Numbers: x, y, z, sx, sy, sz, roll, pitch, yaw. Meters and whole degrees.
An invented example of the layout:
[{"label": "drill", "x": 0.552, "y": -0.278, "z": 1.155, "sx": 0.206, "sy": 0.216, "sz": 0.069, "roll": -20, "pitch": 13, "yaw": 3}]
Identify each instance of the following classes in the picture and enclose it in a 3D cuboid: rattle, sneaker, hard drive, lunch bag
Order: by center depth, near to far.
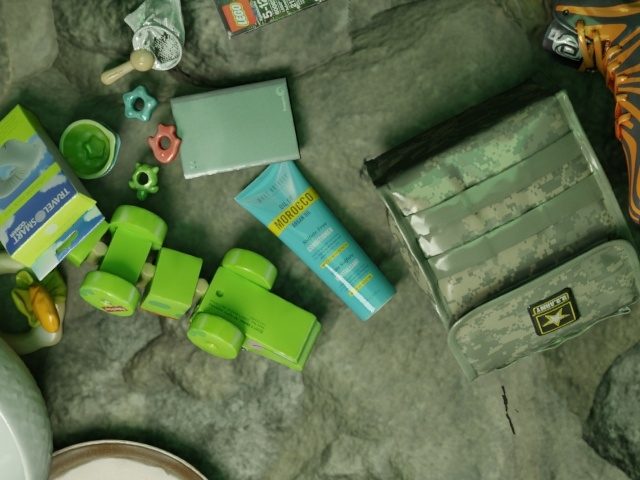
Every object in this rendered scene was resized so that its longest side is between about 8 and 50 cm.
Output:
[{"label": "sneaker", "x": 0.324, "y": -0.166, "z": 1.779, "sx": 0.180, "sy": 0.124, "sz": 0.321, "roll": 11, "pitch": 64, "yaw": 7}, {"label": "lunch bag", "x": 0.213, "y": -0.001, "z": 1.819, "sx": 0.235, "sy": 0.169, "sz": 0.287, "roll": -27, "pitch": 106, "yaw": 2}, {"label": "rattle", "x": -0.392, "y": 0.084, "z": 1.864, "sx": 0.200, "sy": 0.142, "sz": 0.130, "roll": 6, "pitch": 119, "yaw": -6}, {"label": "hard drive", "x": -0.096, "y": -0.127, "z": 1.869, "sx": 0.135, "sy": 0.022, "sz": 0.094, "roll": -10, "pitch": 93, "yaw": 3}]

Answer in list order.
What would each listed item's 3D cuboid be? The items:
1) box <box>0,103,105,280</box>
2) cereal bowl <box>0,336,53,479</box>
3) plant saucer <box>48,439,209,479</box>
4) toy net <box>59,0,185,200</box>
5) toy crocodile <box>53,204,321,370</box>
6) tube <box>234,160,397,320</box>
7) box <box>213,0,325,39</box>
[{"label": "box", "x": -0.326, "y": -0.055, "z": 1.833, "sx": 0.109, "sy": 0.042, "sz": 0.178, "roll": -43, "pitch": 57, "yaw": 8}, {"label": "cereal bowl", "x": -0.446, "y": 0.191, "z": 1.851, "sx": 0.339, "sy": 0.141, "sz": 0.339, "roll": 10, "pitch": 123, "yaw": 15}, {"label": "plant saucer", "x": -0.242, "y": 0.380, "z": 1.953, "sx": 0.311, "sy": 0.050, "sz": 0.310, "roll": 0, "pitch": 100, "yaw": 1}, {"label": "toy net", "x": -0.201, "y": -0.166, "z": 1.844, "sx": 0.122, "sy": 0.045, "sz": 0.232, "roll": 27, "pitch": 103, "yaw": 14}, {"label": "toy crocodile", "x": -0.161, "y": 0.053, "z": 1.869, "sx": 0.341, "sy": 0.105, "sz": 0.115, "roll": 23, "pitch": 68, "yaw": -8}, {"label": "tube", "x": 0.000, "y": 0.000, "z": 1.884, "sx": 0.080, "sy": 0.052, "sz": 0.207, "roll": -43, "pitch": 90, "yaw": -5}, {"label": "box", "x": -0.070, "y": -0.357, "z": 1.797, "sx": 0.159, "sy": 0.044, "sz": 0.233, "roll": -22, "pitch": 98, "yaw": 4}]
